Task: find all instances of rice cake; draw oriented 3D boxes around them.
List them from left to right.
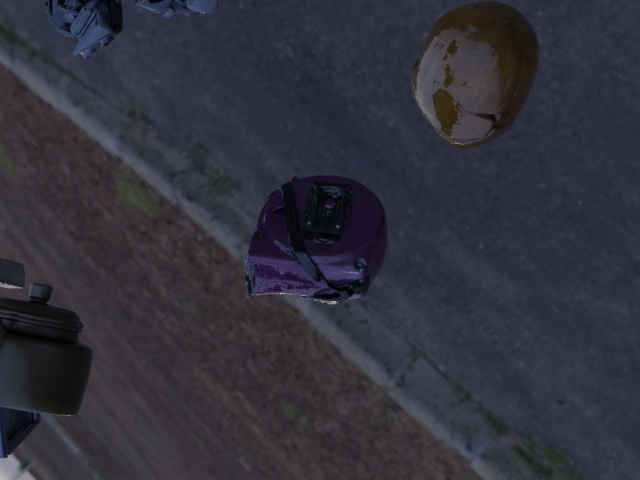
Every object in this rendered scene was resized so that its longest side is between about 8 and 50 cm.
[{"bbox_3d":[-0.628,0.063,1.980,0.256,0.052,0.057,116,134,-84],"label":"rice cake"}]

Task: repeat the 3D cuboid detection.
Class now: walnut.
[{"bbox_3d":[0.257,-0.263,1.682,0.203,0.203,0.298,38,153,21],"label":"walnut"}]

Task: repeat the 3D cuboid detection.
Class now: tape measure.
[{"bbox_3d":[0.000,0.000,1.748,0.231,0.245,0.149,3,137,7],"label":"tape measure"}]

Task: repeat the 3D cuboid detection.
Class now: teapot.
[{"bbox_3d":[-0.420,0.146,1.428,0.185,0.175,0.267,7,172,16],"label":"teapot"}]

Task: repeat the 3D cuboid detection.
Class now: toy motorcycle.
[{"bbox_3d":[-0.229,-0.322,1.300,0.159,0.270,0.106,59,-158,-1],"label":"toy motorcycle"}]

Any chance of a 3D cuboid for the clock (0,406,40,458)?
[{"bbox_3d":[-0.515,0.253,1.616,0.193,0.073,0.145,-80,-13,-81],"label":"clock"}]
